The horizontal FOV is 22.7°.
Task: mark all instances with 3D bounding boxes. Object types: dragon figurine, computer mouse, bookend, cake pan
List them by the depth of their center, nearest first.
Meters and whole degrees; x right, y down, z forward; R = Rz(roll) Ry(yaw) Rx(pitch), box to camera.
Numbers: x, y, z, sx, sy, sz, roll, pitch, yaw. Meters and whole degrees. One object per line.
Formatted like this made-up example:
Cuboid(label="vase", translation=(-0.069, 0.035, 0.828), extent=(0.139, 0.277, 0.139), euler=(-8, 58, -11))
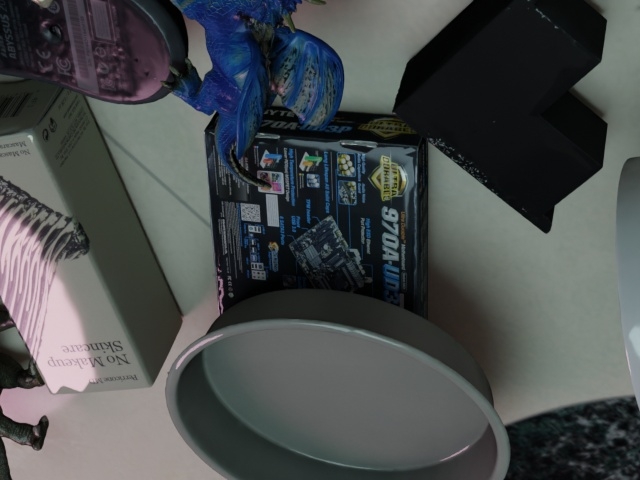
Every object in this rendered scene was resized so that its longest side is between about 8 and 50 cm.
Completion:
Cuboid(label="dragon figurine", translation=(-0.042, -0.116, 1.126), extent=(0.144, 0.085, 0.289), euler=(43, 143, 39))
Cuboid(label="bookend", translation=(0.164, -0.112, 1.175), extent=(0.156, 0.072, 0.157), euler=(36, 128, -15))
Cuboid(label="computer mouse", translation=(-0.212, -0.190, 1.232), extent=(0.272, 0.072, 0.188), euler=(18, 133, 18))
Cuboid(label="cake pan", translation=(0.017, 0.141, 1.342), extent=(0.293, 0.054, 0.293), euler=(10, 140, 8))

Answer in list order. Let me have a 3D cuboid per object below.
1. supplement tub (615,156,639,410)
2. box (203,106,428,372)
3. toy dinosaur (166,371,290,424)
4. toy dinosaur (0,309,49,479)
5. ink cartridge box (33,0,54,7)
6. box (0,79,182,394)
Cuboid(label="supplement tub", translation=(0.389, 0.024, 1.109), extent=(0.331, 0.241, 0.241), euler=(-5, 126, 20))
Cuboid(label="box", translation=(0.000, 0.000, 1.312), extent=(0.175, 0.051, 0.220), euler=(5, 122, 13))
Cuboid(label="toy dinosaur", translation=(-0.038, 0.115, 1.442), extent=(0.183, 0.053, 0.092), euler=(-20, 105, 20))
Cuboid(label="toy dinosaur", translation=(-0.340, 0.127, 1.509), extent=(0.160, 0.121, 0.313), euler=(0, 133, 32))
Cuboid(label="ink cartridge box", translation=(-0.191, -0.308, 1.067), extent=(0.193, 0.088, 0.234), euler=(35, 109, -14))
Cuboid(label="box", translation=(-0.222, 0.000, 1.364), extent=(0.113, 0.094, 0.275), euler=(-7, 125, 22))
